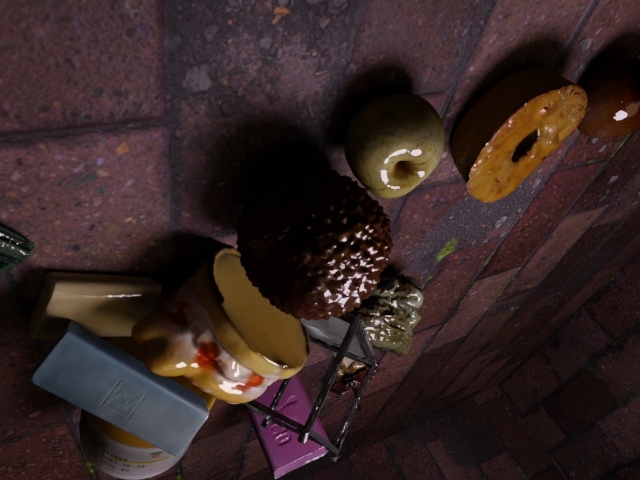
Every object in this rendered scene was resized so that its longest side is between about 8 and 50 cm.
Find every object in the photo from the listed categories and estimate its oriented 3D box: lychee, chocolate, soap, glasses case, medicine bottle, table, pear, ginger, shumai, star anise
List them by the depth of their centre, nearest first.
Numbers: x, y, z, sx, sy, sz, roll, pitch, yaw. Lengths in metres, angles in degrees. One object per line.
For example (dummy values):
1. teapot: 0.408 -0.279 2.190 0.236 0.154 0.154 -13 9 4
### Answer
1. glasses case: -0.307 0.240 0.789 0.266 0.105 0.056 39 148 -22
2. pear: 0.119 -0.157 0.812 0.167 0.136 0.167 -19 146 -13
3. lychee: 0.000 0.000 0.821 0.267 0.267 0.267 -22 147 -15
4. medicine bottle: -0.341 0.314 0.977 0.238 0.238 0.232 -5 140 -36
5. chocolate: 0.611 -0.293 1.034 0.176 0.177 0.177 -22 147 -15
6. table: -0.034 0.317 1.147 0.272 0.222 0.335 -63 155 -22
7. shumai: 0.160 0.176 1.304 0.256 0.189 0.218 25 98 -45
8. soap: -0.105 0.530 1.451 0.181 0.259 0.081 -18 145 -19
9. star anise: 0.124 0.506 1.627 0.140 0.144 0.158 2 140 -37
10. ginger: 0.115 0.407 1.659 0.133 0.059 0.214 -12 143 -14

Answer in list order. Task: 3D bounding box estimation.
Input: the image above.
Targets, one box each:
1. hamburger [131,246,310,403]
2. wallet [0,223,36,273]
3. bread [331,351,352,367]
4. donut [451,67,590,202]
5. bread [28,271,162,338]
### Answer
1. hamburger: -0.173 0.166 0.886 0.186 0.261 0.302 -37 169 11
2. wallet: -0.498 0.002 0.598 0.160 0.055 0.236 -26 149 4
3. bread: 0.105 0.302 1.480 0.152 0.077 0.105 -33 144 8
4. donut: 0.378 -0.210 0.976 0.277 0.108 0.277 -22 146 -15
5. bread: -0.379 0.111 0.834 0.178 0.060 0.139 9 129 -46
